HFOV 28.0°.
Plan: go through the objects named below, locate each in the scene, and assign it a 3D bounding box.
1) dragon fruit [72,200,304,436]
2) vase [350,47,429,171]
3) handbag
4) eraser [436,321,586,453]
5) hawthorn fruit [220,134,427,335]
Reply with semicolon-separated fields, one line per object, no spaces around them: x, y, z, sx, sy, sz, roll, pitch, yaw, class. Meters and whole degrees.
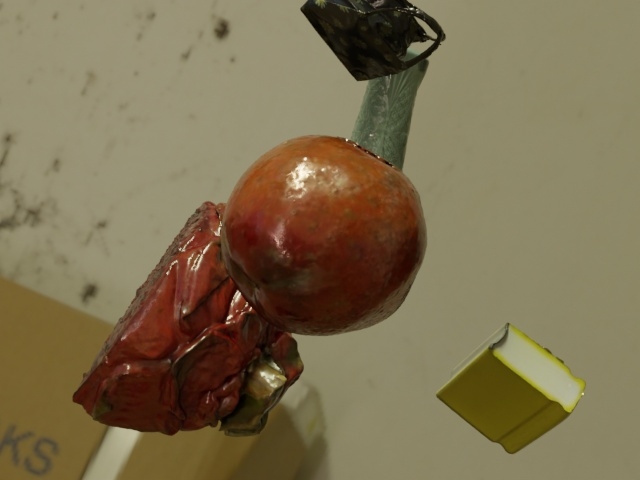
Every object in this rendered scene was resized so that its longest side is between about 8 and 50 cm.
-0.097;0.088;1.409;0.205;0.317;0.152;35;-41;-9;dragon fruit
0.075;-0.132;1.604;0.096;0.219;0.096;14;1;0;vase
0.068;-0.209;1.237;0.139;0.072;0.115;14;-28;49;handbag
0.282;0.225;1.917;0.158;0.069;0.226;37;-30;1;eraser
0.000;0.000;1.049;0.172;0.173;0.173;22;-8;3;hawthorn fruit
